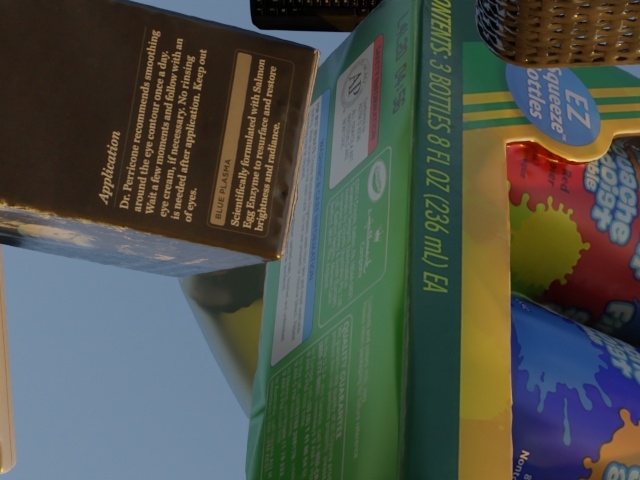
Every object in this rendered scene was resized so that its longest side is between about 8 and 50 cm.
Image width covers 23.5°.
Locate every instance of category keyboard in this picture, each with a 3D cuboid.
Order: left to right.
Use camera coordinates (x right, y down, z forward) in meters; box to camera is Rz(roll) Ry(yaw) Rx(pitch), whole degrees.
[{"bbox_3d":[0.035,-0.221,1.280,0.192,0.038,0.100,0,-76,4],"label":"keyboard"}]

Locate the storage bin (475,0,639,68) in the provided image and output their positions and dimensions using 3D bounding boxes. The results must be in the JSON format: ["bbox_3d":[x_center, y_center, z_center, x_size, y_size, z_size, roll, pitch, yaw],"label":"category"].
[{"bbox_3d":[0.143,-0.135,0.544,0.180,0.084,0.122,-2,-108,6],"label":"storage bin"}]

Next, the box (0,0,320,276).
[{"bbox_3d":[-0.105,-0.044,0.656,0.156,0.158,0.093,168,-67,-69],"label":"box"}]

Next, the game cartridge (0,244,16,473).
[{"bbox_3d":[-0.348,0.060,1.051,0.294,0.060,0.196,-1,-81,16],"label":"game cartridge"}]

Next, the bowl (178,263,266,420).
[{"bbox_3d":[0.000,0.000,1.309,0.311,0.312,0.163,-15,-47,37],"label":"bowl"}]

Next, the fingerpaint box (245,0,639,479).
[{"bbox_3d":[0.157,0.124,0.823,0.371,0.445,0.163,23,-39,-23],"label":"fingerpaint box"}]
